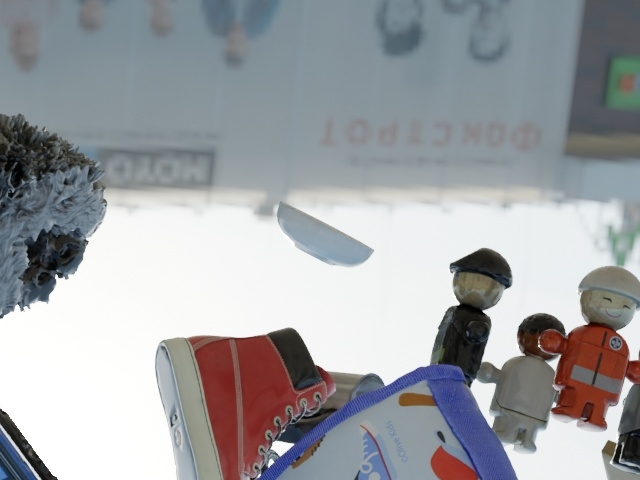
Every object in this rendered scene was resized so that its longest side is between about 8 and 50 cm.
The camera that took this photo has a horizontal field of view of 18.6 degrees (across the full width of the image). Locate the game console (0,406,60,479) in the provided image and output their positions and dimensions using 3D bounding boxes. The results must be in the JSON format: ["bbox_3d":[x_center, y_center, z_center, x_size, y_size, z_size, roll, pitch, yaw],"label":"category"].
[{"bbox_3d":[-0.355,0.184,1.725,0.250,0.293,0.173,-27,-163,20],"label":"game console"}]

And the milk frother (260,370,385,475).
[{"bbox_3d":[-0.005,0.218,2.142,0.134,0.143,0.129,4,-144,34],"label":"milk frother"}]

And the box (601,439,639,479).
[{"bbox_3d":[0.364,0.268,1.824,0.201,0.164,0.021,22,-118,30],"label":"box"}]

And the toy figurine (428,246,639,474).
[{"bbox_3d":[0.217,0.107,1.755,0.213,0.148,0.209,5,160,37],"label":"toy figurine"}]

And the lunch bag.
[{"bbox_3d":[0.061,0.339,1.623,0.239,0.385,0.328,9,-138,-40],"label":"lunch bag"}]

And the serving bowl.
[{"bbox_3d":[0.000,0.000,1.520,0.083,0.027,0.083,27,-178,-1],"label":"serving bowl"}]

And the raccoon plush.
[{"bbox_3d":[-0.402,-0.118,2.068,0.299,0.446,0.216,38,-117,26],"label":"raccoon plush"}]

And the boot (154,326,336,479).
[{"bbox_3d":[-0.055,0.205,1.924,0.176,0.244,0.088,-4,161,-22],"label":"boot"}]
